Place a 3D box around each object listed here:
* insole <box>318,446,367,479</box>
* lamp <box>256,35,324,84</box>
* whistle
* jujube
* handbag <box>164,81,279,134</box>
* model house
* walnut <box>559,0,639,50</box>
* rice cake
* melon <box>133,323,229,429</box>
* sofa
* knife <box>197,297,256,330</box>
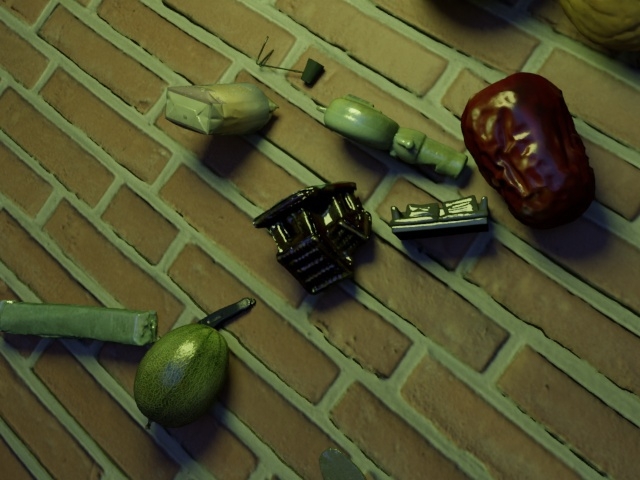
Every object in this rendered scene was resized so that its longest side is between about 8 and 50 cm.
[{"bbox_3d":[0.059,0.406,0.932,0.063,0.010,0.192,-34,72,10],"label":"insole"},{"bbox_3d":[-0.056,-0.316,1.101,0.121,0.041,0.054,32,99,17],"label":"lamp"},{"bbox_3d":[0.112,-0.170,0.979,0.258,0.126,0.067,26,101,7],"label":"whistle"},{"bbox_3d":[0.302,-0.129,0.886,0.155,0.155,0.230,-24,73,12],"label":"jujube"},{"bbox_3d":[-0.167,-0.223,1.055,0.117,0.173,0.095,27,118,30],"label":"handbag"},{"bbox_3d":[0.006,-0.004,0.979,0.165,0.106,0.152,-31,70,14],"label":"model house"},{"bbox_3d":[0.464,-0.423,0.840,0.277,0.252,0.313,-12,76,13],"label":"walnut"},{"bbox_3d":[-0.456,0.149,1.119,0.336,0.063,0.066,3,84,17],"label":"rice cake"},{"bbox_3d":[-0.228,0.224,0.991,0.139,0.139,0.192,33,87,20],"label":"melon"},{"bbox_3d":[0.184,-0.041,0.942,0.147,0.085,0.060,-6,81,17],"label":"sofa"},{"bbox_3d":[-0.165,0.131,1.054,0.121,0.018,0.031,-29,65,10],"label":"knife"}]
